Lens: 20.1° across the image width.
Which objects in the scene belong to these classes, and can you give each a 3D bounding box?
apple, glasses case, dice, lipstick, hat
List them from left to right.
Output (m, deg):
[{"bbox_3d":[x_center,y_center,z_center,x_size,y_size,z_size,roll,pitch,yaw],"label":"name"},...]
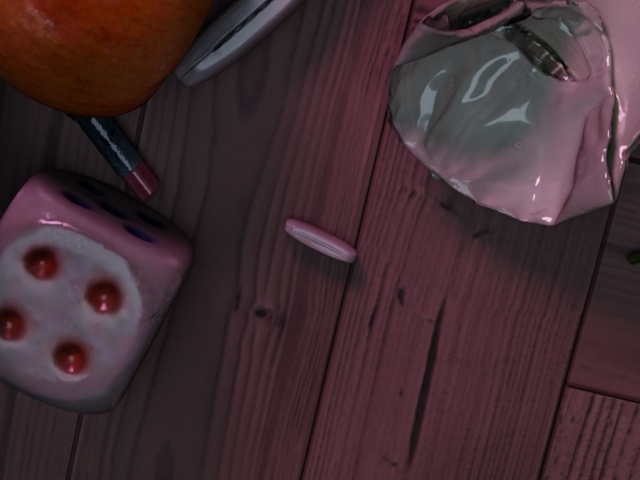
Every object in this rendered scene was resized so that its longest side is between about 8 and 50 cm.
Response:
[{"bbox_3d":[-0.249,0.051,1.836,0.192,0.194,0.193,27,104,-4],"label":"dice"},{"bbox_3d":[-0.228,-0.278,1.709,0.275,0.299,0.299,24,103,-16],"label":"apple"},{"bbox_3d":[-0.243,-0.140,1.865,0.053,0.053,0.234,-36,100,10],"label":"lipstick"},{"bbox_3d":[-0.069,-0.225,1.823,0.197,0.076,0.049,-39,96,11],"label":"glasses case"},{"bbox_3d":[0.000,0.000,1.890,0.083,0.032,0.021,26,106,-4],"label":"glasses case"},{"bbox_3d":[0.219,-0.186,1.796,0.258,0.168,0.301,42,76,-13],"label":"hat"}]

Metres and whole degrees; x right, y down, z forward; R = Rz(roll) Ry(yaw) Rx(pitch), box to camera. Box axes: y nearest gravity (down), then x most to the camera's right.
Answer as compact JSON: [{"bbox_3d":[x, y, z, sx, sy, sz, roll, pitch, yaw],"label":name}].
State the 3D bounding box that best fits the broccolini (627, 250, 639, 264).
[{"bbox_3d":[0.417,0.013,1.872,0.194,0.054,0.052,6,72,9],"label":"broccolini"}]
